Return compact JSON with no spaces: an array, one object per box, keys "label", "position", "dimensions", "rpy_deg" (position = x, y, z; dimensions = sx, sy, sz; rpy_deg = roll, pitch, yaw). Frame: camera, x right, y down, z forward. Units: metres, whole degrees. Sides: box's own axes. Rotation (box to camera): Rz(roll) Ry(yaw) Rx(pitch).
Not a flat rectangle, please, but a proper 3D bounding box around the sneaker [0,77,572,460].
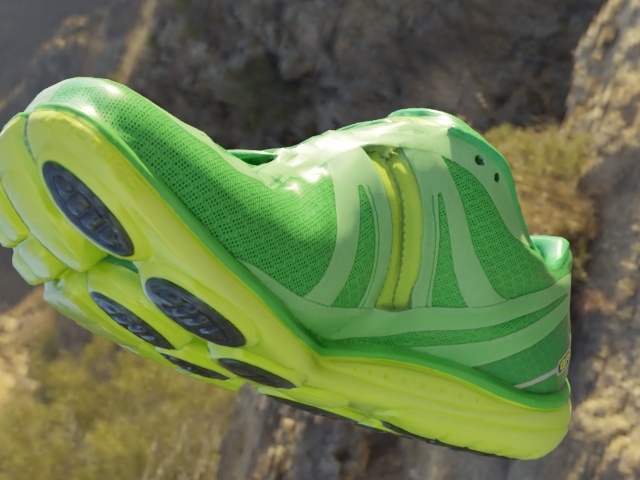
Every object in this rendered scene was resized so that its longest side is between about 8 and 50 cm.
[{"label":"sneaker","position":[0.000,0.000,0.490],"dimensions":[0.109,0.295,0.123],"rpy_deg":[4,75,40]}]
